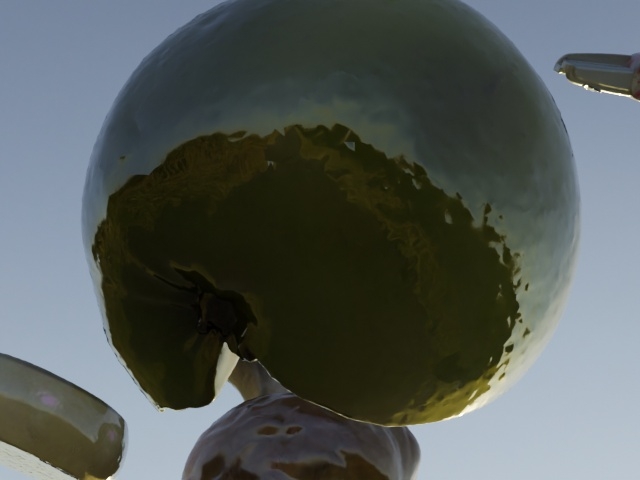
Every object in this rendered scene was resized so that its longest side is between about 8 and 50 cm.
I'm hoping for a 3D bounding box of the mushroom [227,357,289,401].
[{"bbox_3d":[-0.084,0.231,1.640,0.351,0.109,0.097,48,-2,21],"label":"mushroom"}]

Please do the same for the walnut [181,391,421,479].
[{"bbox_3d":[-0.036,0.346,1.380,0.344,0.306,0.306,-7,-43,29],"label":"walnut"}]

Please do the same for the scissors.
[{"bbox_3d":[0.364,-0.185,1.185,0.242,0.030,0.118,3,-67,-28],"label":"scissors"}]

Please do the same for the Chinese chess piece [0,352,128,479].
[{"bbox_3d":[-0.358,0.227,1.301,0.250,0.097,0.251,19,-24,9],"label":"Chinese chess piece"}]

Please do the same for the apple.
[{"bbox_3d":[-0.001,-0.034,0.628,0.295,0.258,0.233,8,-60,28],"label":"apple"}]
